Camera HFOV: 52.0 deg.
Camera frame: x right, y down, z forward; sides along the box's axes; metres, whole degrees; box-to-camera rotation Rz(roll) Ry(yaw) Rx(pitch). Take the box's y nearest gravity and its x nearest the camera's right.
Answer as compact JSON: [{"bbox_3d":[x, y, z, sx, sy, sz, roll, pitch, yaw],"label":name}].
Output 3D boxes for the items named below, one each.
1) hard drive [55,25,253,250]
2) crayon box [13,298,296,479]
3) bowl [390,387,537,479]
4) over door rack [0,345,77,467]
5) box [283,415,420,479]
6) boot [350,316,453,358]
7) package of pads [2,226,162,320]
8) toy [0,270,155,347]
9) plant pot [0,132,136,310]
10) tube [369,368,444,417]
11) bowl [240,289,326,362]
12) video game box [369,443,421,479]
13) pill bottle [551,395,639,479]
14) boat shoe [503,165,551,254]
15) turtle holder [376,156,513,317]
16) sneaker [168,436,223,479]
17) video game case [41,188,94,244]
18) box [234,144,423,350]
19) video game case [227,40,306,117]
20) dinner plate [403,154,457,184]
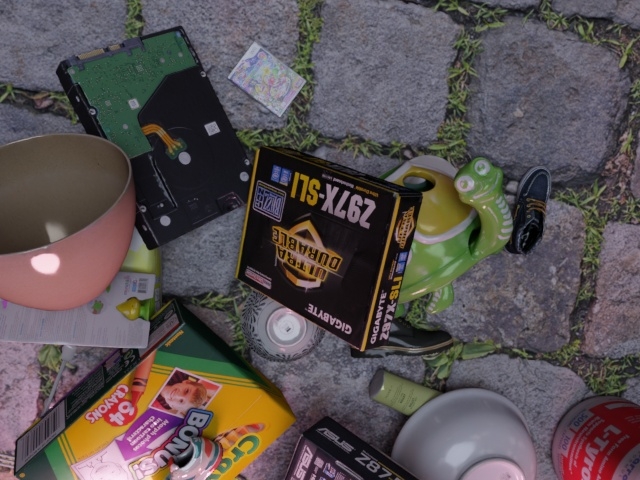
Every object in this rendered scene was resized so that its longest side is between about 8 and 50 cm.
[{"bbox_3d":[-0.271,-0.182,1.142,0.237,0.064,0.338,-31,99,-34],"label":"hard drive"},{"bbox_3d":[-0.278,0.332,1.151,0.363,0.106,0.313,-42,121,-1],"label":"crayon box"},{"bbox_3d":[0.292,0.441,1.234,0.298,0.134,0.297,-3,104,-12],"label":"bowl"},{"bbox_3d":[-0.574,0.248,1.134,0.240,0.108,0.324,20,112,-19],"label":"over door rack"},{"bbox_3d":[0.053,0.551,1.129,0.318,0.097,0.394,30,114,25],"label":"box"},{"bbox_3d":[0.153,0.151,1.259,0.198,0.077,0.137,-4,89,-7],"label":"boot"},{"bbox_3d":[-0.435,0.059,1.173,0.297,0.101,0.229,1,95,-7],"label":"package of pads"},{"bbox_3d":[-0.398,0.115,1.076,0.237,0.056,0.136,3,58,-8],"label":"toy"},{"bbox_3d":[-0.404,-0.006,0.985,0.284,0.284,0.191,-9,133,-5],"label":"plant pot"},{"bbox_3d":[0.212,0.324,1.284,0.240,0.062,0.070,26,134,-13],"label":"tube"},{"bbox_3d":[-0.065,0.155,1.229,0.170,0.080,0.170,0,94,-7],"label":"bowl"},{"bbox_3d":[0.139,0.498,1.212,0.048,0.205,0.187,-17,97,-19],"label":"video game box"},{"bbox_3d":[0.601,0.440,1.155,0.229,0.408,0.229,0,94,-6],"label":"pill bottle"},{"bbox_3d":[0.412,-0.056,1.264,0.065,0.083,0.183,19,92,-7],"label":"boat shoe"},{"bbox_3d":[0.169,-0.014,1.122,0.243,0.320,0.227,-36,96,-9],"label":"turtle holder"},{"bbox_3d":[-0.237,0.397,1.104,0.075,0.057,0.161,37,90,-32],"label":"sneaker"},{"bbox_3d":[-0.451,-0.029,1.101,0.184,0.023,0.201,-7,97,-6],"label":"video game case"},{"bbox_3d":[0.000,0.000,1.100,0.079,0.322,0.257,-2,111,-47],"label":"box"},{"bbox_3d":[-0.100,-0.301,1.229,0.122,0.011,0.087,36,90,-7],"label":"video game case"},{"bbox_3d":[0.210,-0.095,1.274,0.141,0.017,0.141,0,92,-6],"label":"dinner plate"}]
